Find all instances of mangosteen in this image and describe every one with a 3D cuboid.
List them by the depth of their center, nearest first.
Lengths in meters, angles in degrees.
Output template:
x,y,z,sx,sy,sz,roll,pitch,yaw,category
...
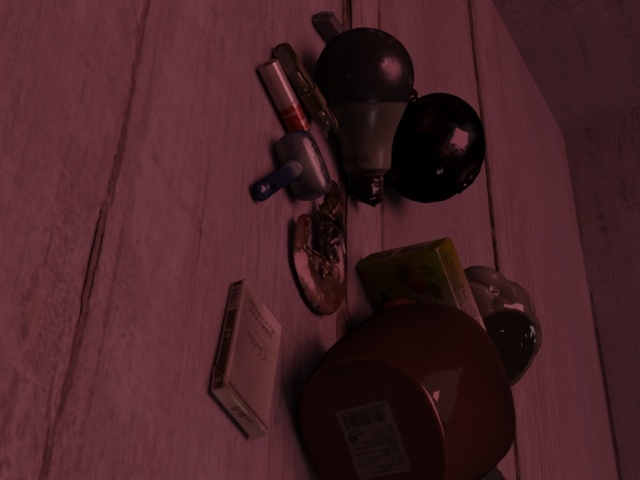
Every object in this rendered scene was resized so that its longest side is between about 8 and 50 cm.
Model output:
x,y,z,sx,sy,sz,roll,pitch,yaw,category
0.204,-0.202,2.289,0.265,0.228,0.228,41,21,9,mangosteen

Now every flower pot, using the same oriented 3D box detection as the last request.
x,y,z,sx,sy,sz,roll,pitch,yaw,category
0.294,0.169,2.167,0.246,0.246,0.195,61,-7,-26,flower pot

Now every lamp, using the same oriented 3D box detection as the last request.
x,y,z,sx,sy,sz,roll,pitch,yaw,category
0.064,-0.232,2.082,0.182,0.181,0.314,-15,121,-68,lamp

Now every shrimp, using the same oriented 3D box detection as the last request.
x,y,z,sx,sy,sz,roll,pitch,yaw,category
0.002,0.000,1.848,0.143,0.052,0.251,42,38,-47,shrimp

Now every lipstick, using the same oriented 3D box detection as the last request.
x,y,z,sx,sy,sz,roll,pitch,yaw,category
-0.060,-0.236,1.890,0.131,0.038,0.038,64,24,-20,lipstick

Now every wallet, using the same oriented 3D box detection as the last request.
x,y,z,sx,sy,sz,roll,pitch,yaw,category
-0.022,-0.258,1.954,0.155,0.039,0.110,56,3,-34,wallet

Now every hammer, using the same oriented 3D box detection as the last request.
x,y,z,sx,sy,sz,roll,pitch,yaw,category
-0.053,-0.100,1.789,0.194,0.069,0.116,-39,111,-58,hammer

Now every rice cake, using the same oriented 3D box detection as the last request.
x,y,z,sx,sy,sz,roll,pitch,yaw,category
0.050,-0.370,2.242,0.211,0.043,0.034,51,38,-42,rice cake

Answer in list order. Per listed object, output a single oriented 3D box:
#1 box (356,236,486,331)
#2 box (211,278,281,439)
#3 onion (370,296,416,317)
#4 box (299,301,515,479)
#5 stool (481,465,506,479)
x,y,z,sx,sy,sz,roll,pitch,yaw,category
0.190,0.135,2.012,0.062,0.175,0.261,-37,109,-50,box
-0.097,0.156,1.531,0.109,0.029,0.198,56,26,-35,box
0.143,0.185,1.915,0.184,0.147,0.184,10,90,-70,onion
0.116,0.251,1.656,0.216,0.301,0.301,-19,91,-60,box
0.246,0.528,1.877,0.270,0.170,0.244,54,28,-37,stool
